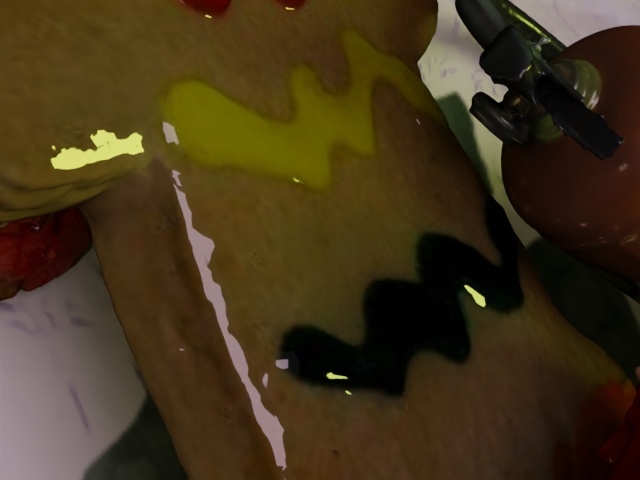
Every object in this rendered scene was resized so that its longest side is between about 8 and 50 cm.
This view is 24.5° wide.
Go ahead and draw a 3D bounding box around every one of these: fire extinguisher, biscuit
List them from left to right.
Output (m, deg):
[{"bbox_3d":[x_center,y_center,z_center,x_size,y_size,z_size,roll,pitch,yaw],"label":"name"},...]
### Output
[{"bbox_3d":[0.000,0.000,0.646,0.368,0.076,0.394,-21,86,-52],"label":"biscuit"},{"bbox_3d":[0.181,-0.019,0.768,0.376,0.200,0.113,32,88,-32],"label":"fire extinguisher"}]

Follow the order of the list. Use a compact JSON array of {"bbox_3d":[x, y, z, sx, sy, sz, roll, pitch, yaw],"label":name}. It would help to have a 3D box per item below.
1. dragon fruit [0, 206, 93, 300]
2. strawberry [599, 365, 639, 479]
[{"bbox_3d":[-0.172,-0.023,0.630,0.162,0.106,0.083,38,65,-14],"label":"dragon fruit"},{"bbox_3d":[0.237,0.185,0.627,0.292,0.292,0.344,-14,126,-27],"label":"strawberry"}]
